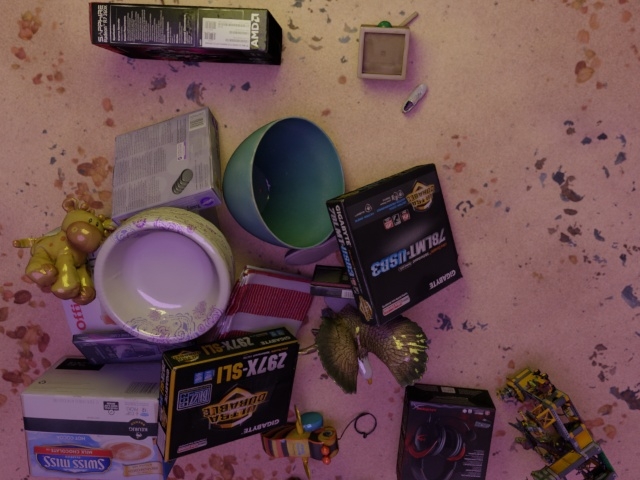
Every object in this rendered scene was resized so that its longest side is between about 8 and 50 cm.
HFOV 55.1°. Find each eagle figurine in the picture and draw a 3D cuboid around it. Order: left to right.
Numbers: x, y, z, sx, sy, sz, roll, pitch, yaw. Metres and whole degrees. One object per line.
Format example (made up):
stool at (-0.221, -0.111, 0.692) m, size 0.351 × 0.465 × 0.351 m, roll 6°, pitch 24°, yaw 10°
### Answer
eagle figurine at (0.091, 0.241, 1.428) m, size 0.225 × 0.298 × 0.226 m, roll 39°, pitch 79°, yaw -10°

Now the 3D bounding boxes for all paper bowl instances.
paper bowl at (-0.326, 0.066, 1.324) m, size 0.284 × 0.148 × 0.284 m, roll 0°, pitch 111°, yaw 1°

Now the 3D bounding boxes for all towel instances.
towel at (-0.149, 0.226, 1.496) m, size 0.237 × 0.037 × 0.329 m, roll 13°, pitch 106°, yaw -41°

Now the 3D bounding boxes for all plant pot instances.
plant pot at (-0.111, -0.123, 1.401) m, size 0.195 × 0.290 × 0.290 m, roll -2°, pitch 106°, yaw 43°

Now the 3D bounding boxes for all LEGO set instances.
LEGO set at (0.530, 0.494, 1.487) m, size 0.192 × 0.255 × 0.331 m, roll -33°, pitch 107°, yaw -6°

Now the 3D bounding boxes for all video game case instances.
video game case at (-0.446, 0.263, 1.517) m, size 0.274 × 0.196 × 0.026 m, roll -2°, pitch 64°, yaw -7°

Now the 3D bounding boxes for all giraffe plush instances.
giraffe plush at (-0.539, 0.012, 1.348) m, size 0.170 × 0.181 × 0.210 m, roll -46°, pitch 60°, yaw 0°

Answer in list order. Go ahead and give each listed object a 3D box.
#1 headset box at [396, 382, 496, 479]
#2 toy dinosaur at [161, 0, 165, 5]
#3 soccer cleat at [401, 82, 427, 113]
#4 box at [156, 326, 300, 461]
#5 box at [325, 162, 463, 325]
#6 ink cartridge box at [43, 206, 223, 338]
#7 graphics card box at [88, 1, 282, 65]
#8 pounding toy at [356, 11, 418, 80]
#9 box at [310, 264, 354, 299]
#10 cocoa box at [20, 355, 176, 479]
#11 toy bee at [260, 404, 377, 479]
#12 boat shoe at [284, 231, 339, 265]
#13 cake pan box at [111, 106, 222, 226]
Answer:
headset box at (0.315, 0.530, 1.580) m, size 0.218 × 0.110 × 0.293 m, roll 6°, pitch 103°, yaw 2°
toy dinosaur at (-0.351, -0.649, 1.379) m, size 0.112 × 0.064 × 0.211 m, roll 34°, pitch 103°, yaw -5°
soccer cleat at (0.219, -0.329, 1.428) m, size 0.029 × 0.035 × 0.083 m, roll 40°, pitch 103°, yaw -5°
box at (-0.215, 0.354, 1.439) m, size 0.322 × 0.079 × 0.257 m, roll -6°, pitch 116°, yaw -34°
box at (0.179, 0.003, 1.405) m, size 0.295 × 0.073 × 0.293 m, roll -23°, pitch 101°, yaw -33°
ink cartridge box at (-0.433, 0.071, 1.499) m, size 0.384 × 0.160 × 0.279 m, roll -9°, pitch 102°, yaw 6°
graphics card box at (-0.278, -0.445, 1.334) m, size 0.370 × 0.233 × 0.094 m, roll 2°, pitch 99°, yaw 2°
pounding toy at (0.152, -0.443, 1.387) m, size 0.130 × 0.100 × 0.141 m, roll 4°, pitch 114°, yaw 3°
box at (0.038, 0.098, 1.474) m, size 0.116 × 0.162 × 0.029 m, roll 5°, pitch 107°, yaw 3°
cocoa box at (-0.530, 0.446, 1.555) m, size 0.347 × 0.231 × 0.228 m, roll 1°, pitch 103°, yaw 4°
toy bee at (-0.019, 0.506, 1.573) m, size 0.298 × 0.162 × 0.195 m, roll -29°, pitch 98°, yaw 10°
boat shoe at (0.000, 0.000, 1.518) m, size 0.206 × 0.075 × 0.065 m, roll -25°, pitch 57°, yaw 14°
cake pan box at (-0.352, -0.169, 1.404) m, size 0.245 × 0.267 × 0.070 m, roll -16°, pitch 146°, yaw 7°
